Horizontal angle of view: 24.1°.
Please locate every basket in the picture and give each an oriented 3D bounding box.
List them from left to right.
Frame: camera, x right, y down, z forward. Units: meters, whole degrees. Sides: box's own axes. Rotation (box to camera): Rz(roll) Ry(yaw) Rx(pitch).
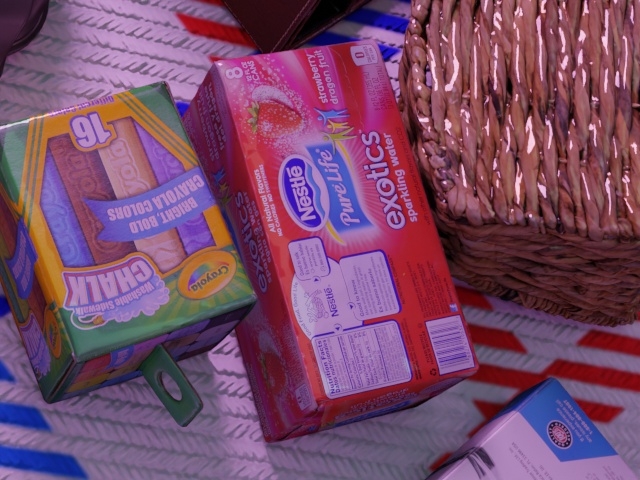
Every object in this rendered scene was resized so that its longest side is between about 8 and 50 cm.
[{"bbox_3d":[0.165,-0.104,1.150,0.213,0.223,0.299,4,71,3],"label":"basket"}]

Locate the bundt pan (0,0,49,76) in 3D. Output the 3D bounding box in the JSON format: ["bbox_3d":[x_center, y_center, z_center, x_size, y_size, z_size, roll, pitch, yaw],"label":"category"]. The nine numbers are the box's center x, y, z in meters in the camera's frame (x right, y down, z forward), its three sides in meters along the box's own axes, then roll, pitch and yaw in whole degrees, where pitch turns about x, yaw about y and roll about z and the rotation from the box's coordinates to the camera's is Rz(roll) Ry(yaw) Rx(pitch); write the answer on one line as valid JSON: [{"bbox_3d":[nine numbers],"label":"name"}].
[{"bbox_3d":[-0.299,-0.261,1.003,0.331,0.124,0.331,17,60,-32],"label":"bundt pan"}]

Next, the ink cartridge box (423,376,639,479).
[{"bbox_3d":[0.133,0.212,1.063,0.190,0.082,0.139,-37,86,-25],"label":"ink cartridge box"}]

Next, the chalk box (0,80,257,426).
[{"bbox_3d":[-0.137,0.026,1.006,0.132,0.132,0.213,-17,77,-24],"label":"chalk box"}]

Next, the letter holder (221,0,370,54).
[{"bbox_3d":[-0.044,-0.326,1.115,0.152,0.214,0.302,-36,86,-26],"label":"letter holder"}]

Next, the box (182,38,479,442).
[{"bbox_3d":[0.000,0.000,1.067,0.128,0.122,0.257,-11,76,-23],"label":"box"}]
